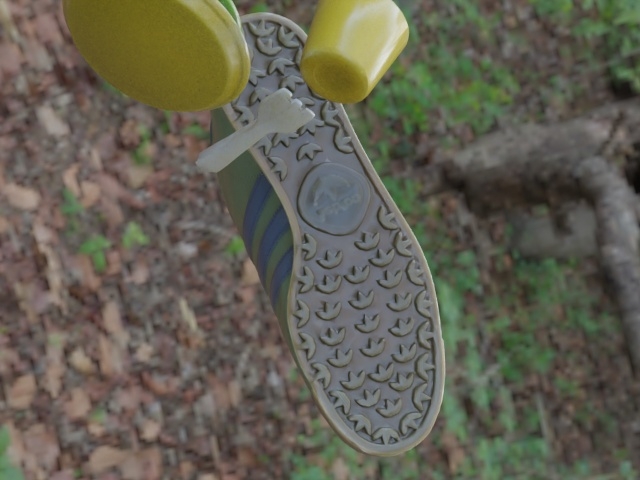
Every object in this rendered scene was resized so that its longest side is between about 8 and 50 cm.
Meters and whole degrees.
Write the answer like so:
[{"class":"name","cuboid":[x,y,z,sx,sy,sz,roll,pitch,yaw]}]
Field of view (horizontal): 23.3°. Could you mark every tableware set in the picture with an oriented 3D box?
[{"class":"tableware set","cuboid":[-0.045,-0.082,0.335,0.154,0.104,0.024,41,53,-20]}]

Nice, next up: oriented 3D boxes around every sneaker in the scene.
[{"class":"sneaker","cuboid":[0.000,0.000,0.677,0.086,0.064,0.192,132,-62,-81]}]
